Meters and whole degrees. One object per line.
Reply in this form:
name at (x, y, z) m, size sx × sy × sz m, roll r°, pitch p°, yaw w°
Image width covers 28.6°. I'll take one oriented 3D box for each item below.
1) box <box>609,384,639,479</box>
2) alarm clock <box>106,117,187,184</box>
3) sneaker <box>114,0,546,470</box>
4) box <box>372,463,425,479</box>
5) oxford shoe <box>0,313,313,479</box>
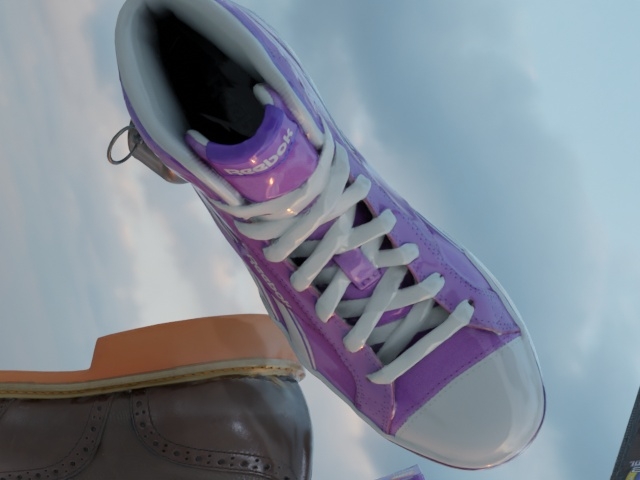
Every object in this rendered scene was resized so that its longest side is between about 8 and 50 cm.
box at (0.357, 0.152, 0.919) m, size 0.270 × 0.216 × 0.060 m, roll -13°, pitch -69°, yaw 31°
alarm clock at (-0.124, -0.106, 1.133) m, size 0.064 × 0.192 × 0.129 m, roll 38°, pitch -51°, yaw 19°
sneaker at (-0.001, 0.000, 0.578) m, size 0.282 × 0.102 × 0.161 m, roll 49°, pitch 4°, yaw 4°
box at (0.030, 0.343, 0.961) m, size 0.057 × 0.200 × 0.293 m, roll 67°, pitch 3°, yaw -88°
oxford shoe at (-0.175, 0.147, 0.776) m, size 0.130 × 0.363 × 0.133 m, roll 27°, pitch 51°, yaw -61°
